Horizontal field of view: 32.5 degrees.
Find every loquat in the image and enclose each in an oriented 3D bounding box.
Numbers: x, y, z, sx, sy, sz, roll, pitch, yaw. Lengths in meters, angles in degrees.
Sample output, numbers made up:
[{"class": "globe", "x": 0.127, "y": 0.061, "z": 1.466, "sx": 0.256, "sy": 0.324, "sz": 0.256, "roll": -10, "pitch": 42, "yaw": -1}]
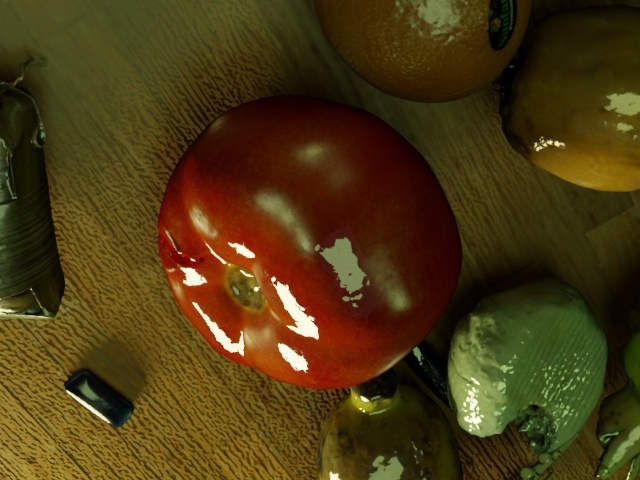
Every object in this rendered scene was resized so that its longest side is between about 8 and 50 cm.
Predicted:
[{"class": "loquat", "x": 0.273, "y": -0.136, "z": 1.058, "sx": 0.234, "sy": 0.176, "sz": 0.187, "roll": 6, "pitch": 158, "yaw": -6}]

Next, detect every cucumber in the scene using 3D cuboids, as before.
[{"class": "cucumber", "x": 0.122, "y": 0.145, "z": 1.257, "sx": 0.033, "sy": 0.034, "sz": 0.135, "roll": -35, "pitch": 119, "yaw": 12}]

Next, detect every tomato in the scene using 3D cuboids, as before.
[{"class": "tomato", "x": 0.000, "y": 0.000, "z": 1.039, "sx": 0.226, "sy": 0.298, "sz": 0.298, "roll": -37, "pitch": 130, "yaw": -40}]

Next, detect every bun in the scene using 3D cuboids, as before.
[{"class": "bun", "x": 0.219, "y": 0.139, "z": 1.223, "sx": 0.204, "sy": 0.126, "sz": 0.212, "roll": -43, "pitch": 128, "yaw": -17}]

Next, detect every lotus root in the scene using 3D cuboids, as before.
[{"class": "lotus root", "x": 0.078, "y": 0.266, "z": 1.252, "sx": 0.169, "sy": 0.141, "sz": 0.314, "roll": -10, "pitch": 111, "yaw": -12}]

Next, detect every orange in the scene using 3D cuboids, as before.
[{"class": "orange", "x": 0.091, "y": -0.217, "z": 0.967, "sx": 0.206, "sy": 0.206, "sz": 0.206, "roll": -5, "pitch": 119, "yaw": -10}]

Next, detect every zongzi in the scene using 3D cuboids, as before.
[{"class": "zongzi", "x": -0.368, "y": -0.037, "z": 1.013, "sx": 0.241, "sy": 0.111, "sz": 0.247, "roll": -2, "pitch": 113, "yaw": -5}]

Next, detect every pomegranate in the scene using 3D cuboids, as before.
[{"class": "pomegranate", "x": 0.438, "y": 0.153, "z": 1.217, "sx": 0.260, "sy": 0.260, "sz": 0.340, "roll": 35, "pitch": 111, "yaw": -26}]

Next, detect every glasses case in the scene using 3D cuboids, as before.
[{"class": "glasses case", "x": -0.239, "y": 0.174, "z": 1.196, "sx": 0.033, "sy": 0.023, "sz": 0.083, "roll": -40, "pitch": 119, "yaw": 12}]

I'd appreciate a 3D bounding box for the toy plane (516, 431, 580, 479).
[{"class": "toy plane", "x": 0.223, "y": 0.312, "z": 1.270, "sx": 0.104, "sy": 0.256, "sz": 0.242, "roll": 37, "pitch": 91, "yaw": 15}]
